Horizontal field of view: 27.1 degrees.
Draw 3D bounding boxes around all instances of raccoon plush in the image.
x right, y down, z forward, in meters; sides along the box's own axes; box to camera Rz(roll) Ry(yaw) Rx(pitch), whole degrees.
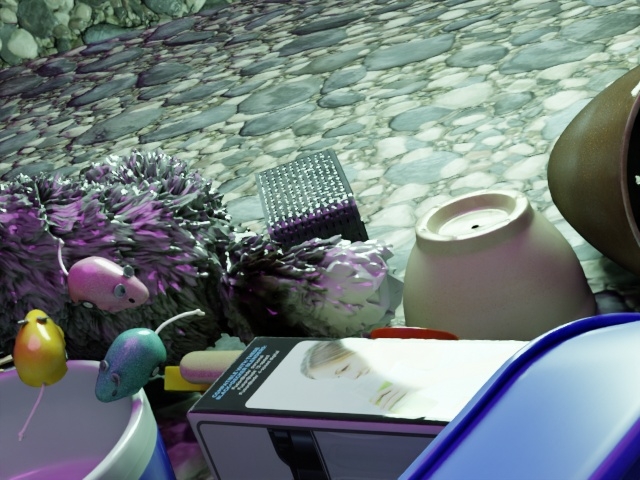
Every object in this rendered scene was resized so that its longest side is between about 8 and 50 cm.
[{"bbox_3d":[-0.195,0.003,1.081,0.446,0.216,0.299,-14,-12,40],"label":"raccoon plush"}]

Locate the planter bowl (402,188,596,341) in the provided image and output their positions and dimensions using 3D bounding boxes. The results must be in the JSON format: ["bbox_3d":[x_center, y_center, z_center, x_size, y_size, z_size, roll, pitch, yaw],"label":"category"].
[{"bbox_3d":[0.139,0.023,1.104,0.162,0.109,0.162,-15,22,6],"label":"planter bowl"}]

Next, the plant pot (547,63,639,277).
[{"bbox_3d":[0.286,-0.058,1.092,0.215,0.215,0.230,-24,9,-14],"label":"plant pot"}]

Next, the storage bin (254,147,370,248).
[{"bbox_3d":[0.000,0.000,1.248,0.084,0.122,0.180,-18,22,1],"label":"storage bin"}]

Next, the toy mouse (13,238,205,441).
[{"bbox_3d":[-0.158,0.060,0.984,0.143,0.031,0.161,-8,60,-2],"label":"toy mouse"}]

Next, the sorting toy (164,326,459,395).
[{"bbox_3d":[0.005,0.093,0.986,0.307,0.041,0.229,-4,-11,32],"label":"sorting toy"}]

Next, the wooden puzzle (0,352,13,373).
[{"bbox_3d":[-0.340,0.116,1.382,0.079,0.014,0.116,-18,21,-1],"label":"wooden puzzle"}]

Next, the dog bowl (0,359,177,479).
[{"bbox_3d":[-0.239,0.201,0.982,0.265,0.104,0.265,-15,22,6],"label":"dog bowl"}]

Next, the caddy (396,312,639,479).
[{"bbox_3d":[0.133,0.174,0.538,0.341,0.241,0.179,-42,7,-28],"label":"caddy"}]

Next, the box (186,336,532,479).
[{"bbox_3d":[0.080,0.149,0.778,0.290,0.169,0.087,-1,30,34],"label":"box"}]
